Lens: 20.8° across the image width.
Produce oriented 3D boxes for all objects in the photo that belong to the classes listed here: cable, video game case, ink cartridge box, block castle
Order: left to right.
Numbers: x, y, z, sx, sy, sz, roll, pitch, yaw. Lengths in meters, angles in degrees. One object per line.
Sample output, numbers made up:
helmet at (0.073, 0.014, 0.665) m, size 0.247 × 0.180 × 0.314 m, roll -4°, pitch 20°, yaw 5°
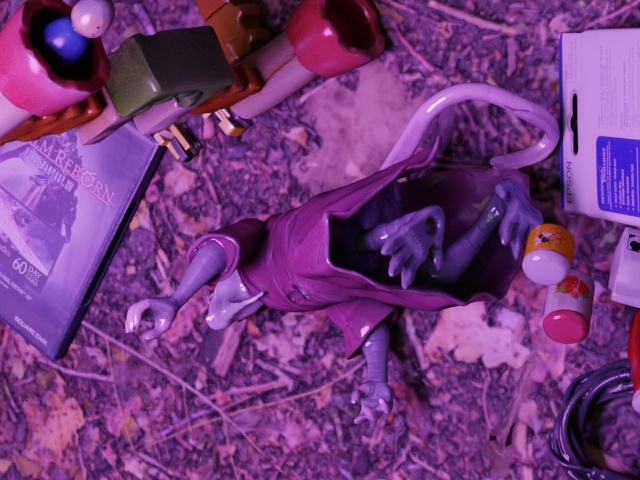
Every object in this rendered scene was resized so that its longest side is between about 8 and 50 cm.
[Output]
video game case at (-0.288, -0.040, 1.810) m, size 0.196 × 0.026 × 0.274 m, roll 37°, pitch 113°, yaw 20°
block castle at (-0.156, -0.252, 1.468) m, size 0.213 × 0.453 × 0.303 m, roll -30°, pitch 80°, yaw 36°
cable at (0.287, 0.178, 1.506) m, size 0.184 × 0.047 × 0.150 m, roll -7°, pitch 98°, yaw 26°
ink cartridge box at (0.289, -0.089, 1.385) m, size 0.333 × 0.065 × 0.165 m, roll -160°, pitch 67°, yaw -69°

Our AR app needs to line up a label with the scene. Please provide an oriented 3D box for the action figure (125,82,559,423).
action figure at (0.000, 0.000, 1.558) m, size 0.370 × 0.248 × 0.275 m, roll -13°, pitch 54°, yaw 54°

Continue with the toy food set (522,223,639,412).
toy food set at (0.270, 0.073, 1.421) m, size 0.232 × 0.104 × 0.111 m, roll 16°, pitch 138°, yaw 0°

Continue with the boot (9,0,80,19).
boot at (-0.331, -0.365, 1.721) m, size 0.264 × 0.096 × 0.280 m, roll 14°, pitch 104°, yaw 11°

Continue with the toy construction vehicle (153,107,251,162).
toy construction vehicle at (-0.128, -0.123, 1.701) m, size 0.086 × 0.035 × 0.098 m, roll -43°, pitch 76°, yaw 27°
